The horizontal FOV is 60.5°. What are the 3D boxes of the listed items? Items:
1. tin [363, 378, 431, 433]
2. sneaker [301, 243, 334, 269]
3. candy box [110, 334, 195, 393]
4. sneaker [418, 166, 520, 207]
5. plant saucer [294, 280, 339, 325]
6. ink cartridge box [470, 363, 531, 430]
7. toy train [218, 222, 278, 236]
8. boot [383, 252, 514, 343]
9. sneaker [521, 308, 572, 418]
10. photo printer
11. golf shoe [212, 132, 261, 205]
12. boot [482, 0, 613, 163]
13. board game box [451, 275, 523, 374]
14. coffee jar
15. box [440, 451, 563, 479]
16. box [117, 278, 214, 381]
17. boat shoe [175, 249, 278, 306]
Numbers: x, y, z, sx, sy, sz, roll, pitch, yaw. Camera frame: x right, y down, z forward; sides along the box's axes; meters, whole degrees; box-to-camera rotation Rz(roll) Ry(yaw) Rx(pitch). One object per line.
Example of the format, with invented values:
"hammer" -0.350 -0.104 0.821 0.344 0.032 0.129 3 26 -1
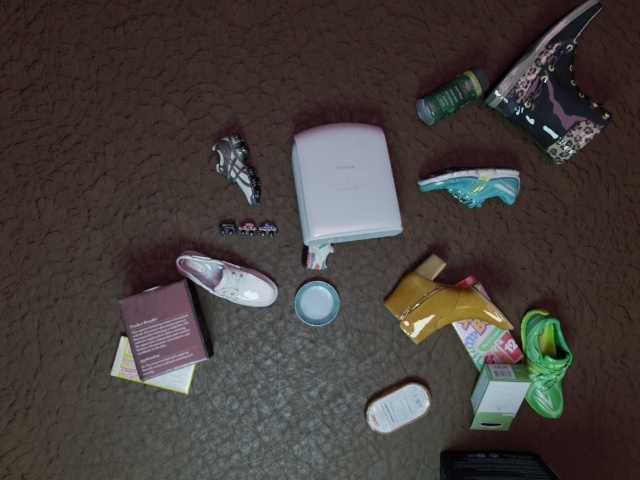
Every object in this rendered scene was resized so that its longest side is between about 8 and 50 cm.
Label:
"tin" 0.208 0.447 1.478 0.189 0.040 0.106 -26 88 -3
"sneaker" 0.000 0.000 1.455 0.075 0.057 0.162 11 88 -22
"candy box" -0.432 0.324 1.435 0.205 0.027 0.105 16 90 -4
"sneaker" 0.396 -0.140 1.455 0.275 0.107 0.110 0 100 -4
"plant saucer" -0.010 0.167 1.466 0.119 0.021 0.120 0 91 -4
"ink cartridge box" 0.469 0.418 1.461 0.108 0.062 0.209 3 127 -4
"toy train" -0.189 -0.030 1.450 0.158 0.027 0.036 3 80 -3
"boot" 0.324 0.194 1.423 0.295 0.104 0.211 42 96 24
"sneaker" 0.597 0.333 1.459 0.109 0.123 0.296 -8 92 -4
"photo printer" 0.061 -0.153 1.397 0.255 0.107 0.308 -6 76 -8
"golf shoe" -0.217 -0.175 1.429 0.093 0.077 0.198 -20 85 7
"boot" 0.654 -0.417 1.447 0.284 0.138 0.377 45 91 -2
"board game box" 0.429 0.233 1.486 0.124 0.039 0.260 -30 86 -2
"coffee jar" 0.348 -0.382 1.447 0.184 0.096 0.079 -32 95 -2
"box" 0.451 0.815 1.269 0.297 0.472 0.481 0 90 2
"box" -0.373 0.218 1.353 0.168 0.167 0.203 -16 84 -8
"boat shoe" -0.244 0.105 1.411 0.276 0.096 0.098 19 89 -4
